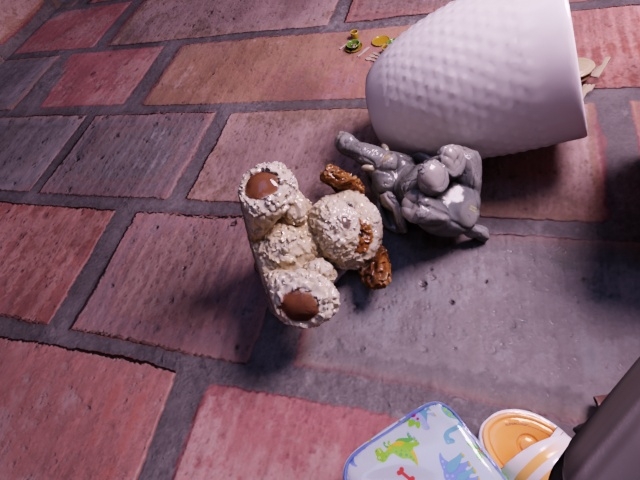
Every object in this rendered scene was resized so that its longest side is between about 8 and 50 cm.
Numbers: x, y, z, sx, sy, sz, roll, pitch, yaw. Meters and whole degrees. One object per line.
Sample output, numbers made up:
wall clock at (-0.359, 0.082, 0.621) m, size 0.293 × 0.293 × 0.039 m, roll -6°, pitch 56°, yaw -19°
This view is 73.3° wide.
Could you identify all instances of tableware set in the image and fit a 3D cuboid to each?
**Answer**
tableware set at (0.130, -0.521, 1.131) m, size 0.104 × 0.024 × 0.154 m, roll -43°, pitch 55°, yaw -15°
tableware set at (0.487, -0.307, 0.869) m, size 0.128 × 0.039 × 0.194 m, roll 20°, pitch 57°, yaw 40°

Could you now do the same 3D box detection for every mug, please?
mug at (0.277, -0.308, 0.793) m, size 0.328 × 0.276 × 0.374 m, roll -9°, pitch 36°, yaw 32°

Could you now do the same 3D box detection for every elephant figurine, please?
elephant figurine at (0.153, -0.098, 0.756) m, size 0.169 × 0.186 × 0.239 m, roll -8°, pitch 15°, yaw -32°

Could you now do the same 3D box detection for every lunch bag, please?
lunch bag at (0.137, 0.318, 0.496) m, size 0.176 × 0.090 × 0.219 m, roll -32°, pitch 53°, yaw -8°

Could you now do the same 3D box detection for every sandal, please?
sandal at (0.300, 0.293, 0.475) m, size 0.102 × 0.076 × 0.265 m, roll -37°, pitch 54°, yaw -11°

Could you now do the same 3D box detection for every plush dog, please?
plush dog at (0.000, 0.000, 0.718) m, size 0.225 × 0.210 × 0.262 m, roll -17°, pitch 80°, yaw -13°

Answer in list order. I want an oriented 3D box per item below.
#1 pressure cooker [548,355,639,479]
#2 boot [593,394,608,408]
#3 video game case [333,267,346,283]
pressure cooker at (0.348, 0.201, 0.242) m, size 0.375 × 0.370 × 0.420 m, roll 45°, pitch 115°, yaw 47°
boot at (0.457, 0.263, 0.466) m, size 0.207 × 0.090 × 0.248 m, roll -24°, pitch 56°, yaw 17°
video game case at (0.001, 0.025, 0.792) m, size 0.087 × 0.011 × 0.122 m, roll -44°, pitch 56°, yaw -16°
